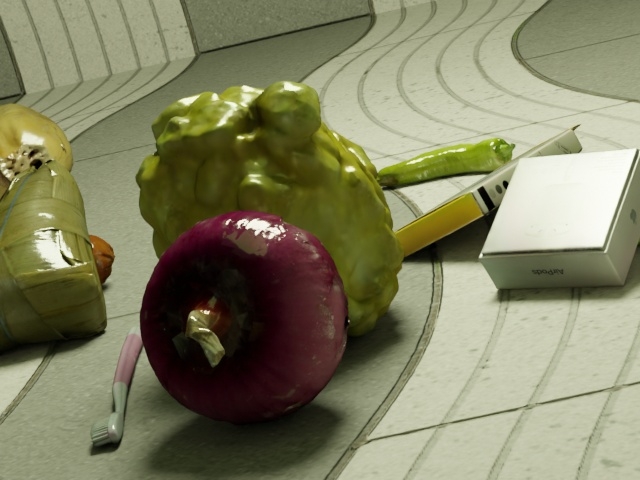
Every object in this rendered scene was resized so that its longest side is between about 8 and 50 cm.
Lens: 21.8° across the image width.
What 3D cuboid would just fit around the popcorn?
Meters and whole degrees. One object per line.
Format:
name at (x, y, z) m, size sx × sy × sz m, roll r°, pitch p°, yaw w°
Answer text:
popcorn at (-0.046, -0.031, 1.530) m, size 0.235 × 0.250 × 0.242 m, roll -33°, pitch 21°, yaw -33°

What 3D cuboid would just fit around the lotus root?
lotus root at (-0.461, -0.120, 2.449) m, size 0.169 × 0.151 × 0.343 m, roll -30°, pitch 17°, yaw -12°

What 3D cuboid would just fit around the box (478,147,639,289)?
box at (0.229, -0.020, 1.530) m, size 0.130 × 0.051 × 0.129 m, roll -3°, pitch 47°, yaw 36°

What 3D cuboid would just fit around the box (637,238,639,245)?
box at (0.373, -0.059, 1.669) m, size 0.311 × 0.043 × 0.173 m, roll -17°, pitch 15°, yaw -13°

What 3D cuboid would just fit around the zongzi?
zongzi at (-0.361, 0.038, 1.765) m, size 0.256 × 0.115 × 0.228 m, roll -22°, pitch 41°, yaw 1°

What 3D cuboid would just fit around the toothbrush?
toothbrush at (-0.181, 0.128, 1.505) m, size 0.025 × 0.020 × 0.286 m, roll -19°, pitch 14°, yaw 4°

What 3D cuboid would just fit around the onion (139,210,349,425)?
onion at (-0.064, 0.062, 1.345) m, size 0.153 × 0.177 × 0.177 m, roll 20°, pitch -8°, yaw -36°

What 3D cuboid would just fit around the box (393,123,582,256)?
box at (0.184, -0.054, 1.764) m, size 0.129 × 0.033 × 0.247 m, roll -30°, pitch 0°, yaw 42°

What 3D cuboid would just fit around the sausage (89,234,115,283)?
sausage at (-0.328, 0.040, 1.870) m, size 0.198 × 0.076 × 0.076 m, roll -14°, pitch 14°, yaw -7°

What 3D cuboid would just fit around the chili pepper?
chili pepper at (0.146, -0.092, 2.021) m, size 0.208 × 0.043 × 0.049 m, roll -13°, pitch 39°, yaw 23°
